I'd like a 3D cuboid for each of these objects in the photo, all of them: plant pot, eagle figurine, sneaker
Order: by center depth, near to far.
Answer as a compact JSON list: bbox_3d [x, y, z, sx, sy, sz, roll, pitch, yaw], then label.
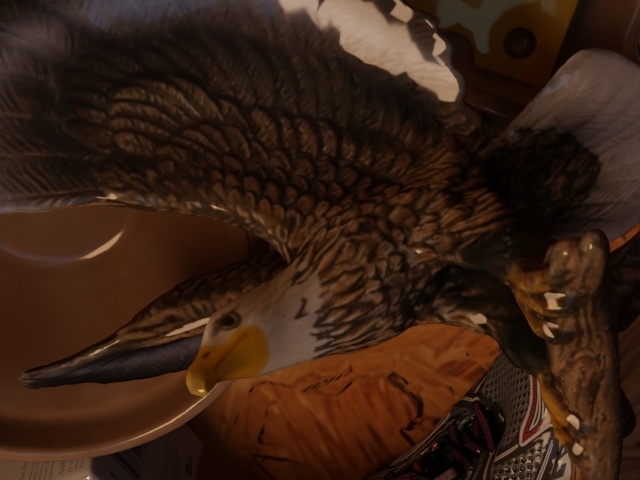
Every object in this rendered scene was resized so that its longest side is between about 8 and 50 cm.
[{"bbox_3d":[-0.007,0.001,0.565,0.225,0.298,0.226,12,95,-57],"label":"eagle figurine"},{"bbox_3d":[-0.148,-0.004,0.713,0.237,0.110,0.237,-4,125,-5],"label":"plant pot"},{"bbox_3d":[0.078,0.172,0.858,0.112,0.121,0.299,20,119,-18],"label":"sneaker"}]

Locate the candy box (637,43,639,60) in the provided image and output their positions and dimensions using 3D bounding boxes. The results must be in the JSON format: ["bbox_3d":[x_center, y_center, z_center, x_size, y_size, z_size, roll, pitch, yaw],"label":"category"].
[{"bbox_3d":[0.077,-0.070,0.724,0.196,0.070,0.165,-21,123,6],"label":"candy box"}]

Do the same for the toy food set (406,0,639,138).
[{"bbox_3d":[0.028,-0.156,0.592,0.306,0.092,0.220,18,105,-4],"label":"toy food set"}]

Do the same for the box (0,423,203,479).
[{"bbox_3d":[-0.138,0.146,0.813,0.087,0.101,0.102,-22,125,20],"label":"box"}]
